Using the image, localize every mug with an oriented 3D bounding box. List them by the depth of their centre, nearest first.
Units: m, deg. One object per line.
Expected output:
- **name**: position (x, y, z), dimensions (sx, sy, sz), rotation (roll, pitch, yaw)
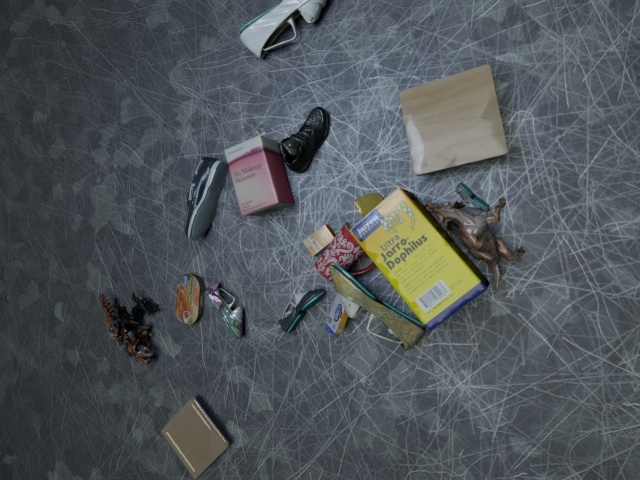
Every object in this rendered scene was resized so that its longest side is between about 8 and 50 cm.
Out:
- **mug**: position (0.079, 0.053, 1.450), dimensions (0.169, 0.113, 0.150), rotation (-49, 66, 18)

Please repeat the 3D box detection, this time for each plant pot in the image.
- **plant pot**: position (0.161, -0.103, 1.438), dimensions (0.083, 0.081, 0.081), rotation (-30, 79, 7)

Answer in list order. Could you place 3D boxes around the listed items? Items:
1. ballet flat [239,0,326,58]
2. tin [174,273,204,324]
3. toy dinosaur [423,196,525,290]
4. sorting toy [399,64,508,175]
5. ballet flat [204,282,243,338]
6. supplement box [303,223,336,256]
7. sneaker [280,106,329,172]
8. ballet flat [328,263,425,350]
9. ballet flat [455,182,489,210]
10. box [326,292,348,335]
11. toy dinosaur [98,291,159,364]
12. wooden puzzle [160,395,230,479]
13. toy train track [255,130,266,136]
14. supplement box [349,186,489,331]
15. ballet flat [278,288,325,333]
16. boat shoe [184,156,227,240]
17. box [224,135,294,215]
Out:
- **ballet flat**: position (-0.087, -0.745, 1.530), dimensions (0.400, 0.139, 0.139), rotation (-28, 79, 23)
- **tin**: position (-0.483, 0.217, 1.714), dimensions (0.106, 0.040, 0.189), rotation (5, 91, 26)
- **toy dinosaur**: position (0.434, -0.009, 1.300), dimensions (0.127, 0.200, 0.295), rotation (-36, 106, -21)
- **sorting toy**: position (0.384, -0.335, 1.343), dimensions (0.257, 0.089, 0.255), rotation (-12, 85, 22)
- **ballet flat**: position (-0.324, 0.240, 1.636), dimensions (0.079, 0.077, 0.221), rotation (-38, 75, -3)
- **supplement box**: position (0.000, 0.000, 1.521), dimensions (0.098, 0.036, 0.062), rotation (-39, 75, 17)
- **sneaker**: position (-0.052, -0.332, 1.498), dimensions (0.087, 0.130, 0.227), rotation (32, 99, 17)
- **ballet flat**: position (0.148, 0.207, 1.379), dimensions (0.348, 0.123, 0.123), rotation (35, 102, 0)
- **ballet flat**: position (0.439, -0.119, 1.351), dimensions (0.114, 0.041, 0.041), rotation (46, 105, 16)
- **box**: position (0.059, 0.234, 1.476), dimensions (0.028, 0.081, 0.136), rotation (15, 99, -23)
- **toy dinosaur**: position (-0.747, 0.326, 1.766), dimensions (0.322, 0.164, 0.218), rotation (32, 119, -2)
- **wooden puzzle**: position (-0.458, 0.721, 1.699), dimensions (0.221, 0.044, 0.238), rotation (47, 110, 15)
- **toy train track**: position (-0.204, -0.350, 1.619), dimensions (0.048, 0.014, 0.083), rotation (-36, 78, 18)
- **supplement box**: position (0.285, 0.049, 1.321), dimensions (0.195, 0.194, 0.356), rotation (-42, 75, 17)
- **ballet flat**: position (-0.070, 0.218, 1.532), dimensions (0.074, 0.074, 0.203), rotation (44, 107, 16)
- **boat shoe**: position (-0.427, -0.151, 1.660), dimensions (0.091, 0.114, 0.302), rotation (20, 85, 20)
- **box**: position (-0.204, -0.211, 1.552), dimensions (0.149, 0.127, 0.232), rotation (-18, 86, 22)
